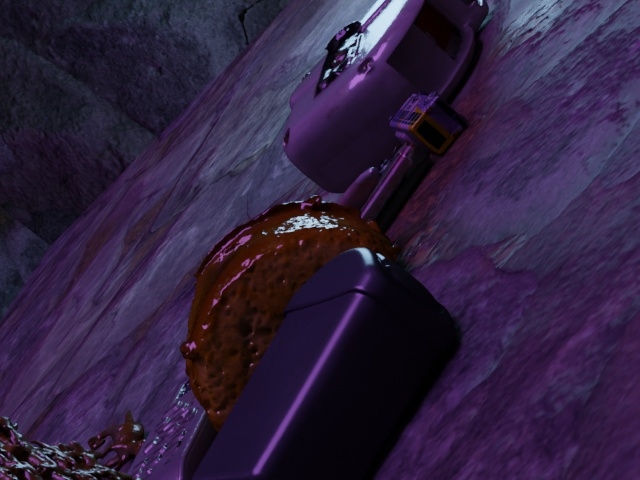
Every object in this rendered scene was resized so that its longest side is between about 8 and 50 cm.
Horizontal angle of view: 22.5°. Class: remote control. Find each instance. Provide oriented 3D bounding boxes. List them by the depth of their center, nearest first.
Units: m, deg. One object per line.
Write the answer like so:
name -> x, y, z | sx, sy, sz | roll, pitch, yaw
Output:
remote control -> -0.136, 0.206, 1.669 | 0.109, 0.055, 0.313 | -38, 12, 23

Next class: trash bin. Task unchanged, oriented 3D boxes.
trash bin -> 0.006, 0.121, 1.317 | 0.236, 0.101, 0.176 | -58, 16, -21

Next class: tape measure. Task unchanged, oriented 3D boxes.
tape measure -> 0.071, -0.198, 1.935 | 0.258, 0.130, 0.265 | -41, 15, 26

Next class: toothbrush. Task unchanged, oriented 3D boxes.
toothbrush -> 0.000, 0.000, 1.690 | 0.307, 0.025, 0.030 | 126, 143, -54

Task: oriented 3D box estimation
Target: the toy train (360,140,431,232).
toy train -> 0.060, -0.041, 1.721 | 0.148, 0.038, 0.071 | -55, 13, -17

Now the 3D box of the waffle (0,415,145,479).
waffle -> -0.207, 0.234, 1.388 | 0.052, 0.254, 0.245 | -63, 17, 8

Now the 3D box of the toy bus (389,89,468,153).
toy bus -> 0.115, -0.127, 1.750 | 0.058, 0.052, 0.102 | -50, 15, -3

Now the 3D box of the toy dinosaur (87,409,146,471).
toy dinosaur -> -0.227, 0.231, 1.946 | 0.126, 0.039, 0.162 | -29, 18, 34

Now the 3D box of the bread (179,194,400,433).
bread -> -0.052, 0.066, 1.561 | 0.260, 0.147, 0.160 | -49, 10, 6
